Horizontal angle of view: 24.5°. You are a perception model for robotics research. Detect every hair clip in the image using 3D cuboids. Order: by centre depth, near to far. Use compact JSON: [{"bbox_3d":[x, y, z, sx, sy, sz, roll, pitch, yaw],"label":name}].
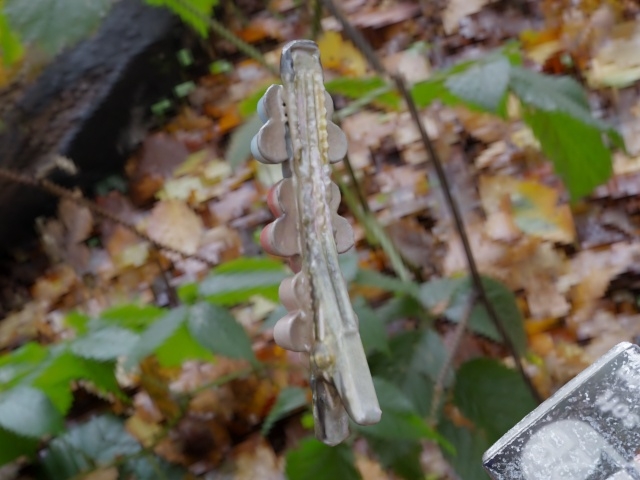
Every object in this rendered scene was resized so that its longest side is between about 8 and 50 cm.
[{"bbox_3d":[-0.004,0.002,0.784,0.062,0.214,0.056,0,-16,-38],"label":"hair clip"}]

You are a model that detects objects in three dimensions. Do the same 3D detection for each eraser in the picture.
[{"bbox_3d":[0.090,0.075,0.332,0.052,0.029,0.122,-38,39,-3],"label":"eraser"}]
